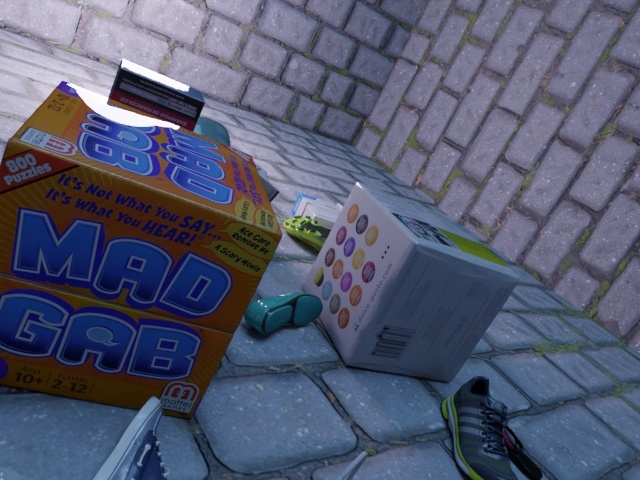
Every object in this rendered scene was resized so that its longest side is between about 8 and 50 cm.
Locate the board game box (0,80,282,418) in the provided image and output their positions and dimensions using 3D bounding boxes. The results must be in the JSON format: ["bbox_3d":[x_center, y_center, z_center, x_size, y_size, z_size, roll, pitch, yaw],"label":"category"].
[{"bbox_3d":[-0.321,0.007,0.891,0.357,0.356,0.356,19,20,-23],"label":"board game box"}]

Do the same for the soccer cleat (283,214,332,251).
[{"bbox_3d":[0.000,0.001,1.765,0.289,0.121,0.093,17,41,27],"label":"soccer cleat"}]

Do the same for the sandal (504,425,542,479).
[{"bbox_3d":[0.430,0.456,1.224,0.067,0.040,0.179,6,29,-47],"label":"sandal"}]

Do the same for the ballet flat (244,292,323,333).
[{"bbox_3d":[-0.087,0.155,1.254,0.087,0.083,0.247,22,12,29],"label":"ballet flat"}]

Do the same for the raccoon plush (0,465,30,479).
[{"bbox_3d":[-0.135,0.361,0.493,0.299,0.216,0.446,23,18,-38],"label":"raccoon plush"}]

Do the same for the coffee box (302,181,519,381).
[{"bbox_3d":[0.210,0.105,1.379,0.338,0.337,0.334,16,22,-29],"label":"coffee box"}]

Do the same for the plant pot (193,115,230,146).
[{"bbox_3d":[-0.365,-0.169,1.455,0.293,0.293,0.196,5,60,-48],"label":"plant pot"}]

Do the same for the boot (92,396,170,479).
[{"bbox_3d":[-0.236,0.296,0.722,0.086,0.069,0.190,33,27,-5],"label":"boot"}]

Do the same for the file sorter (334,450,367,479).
[{"bbox_3d":[0.086,0.422,0.628,0.278,0.192,0.173,36,17,22],"label":"file sorter"}]

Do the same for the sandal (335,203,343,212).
[{"bbox_3d":[0.104,-0.073,2.060,0.076,0.102,0.265,19,19,-16],"label":"sandal"}]

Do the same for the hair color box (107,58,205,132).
[{"bbox_3d":[-0.420,-0.190,1.232,0.185,0.374,0.113,18,21,-26],"label":"hair color box"}]

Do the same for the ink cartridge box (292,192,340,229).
[{"bbox_3d":[-0.001,-0.077,1.951,0.148,0.086,0.203,17,22,-27],"label":"ink cartridge box"}]

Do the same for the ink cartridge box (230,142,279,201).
[{"bbox_3d":[-0.294,-0.207,1.658,0.333,0.165,0.065,40,24,-11],"label":"ink cartridge box"}]

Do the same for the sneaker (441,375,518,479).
[{"bbox_3d":[0.341,0.396,1.136,0.111,0.121,0.300,22,20,-14],"label":"sneaker"}]
